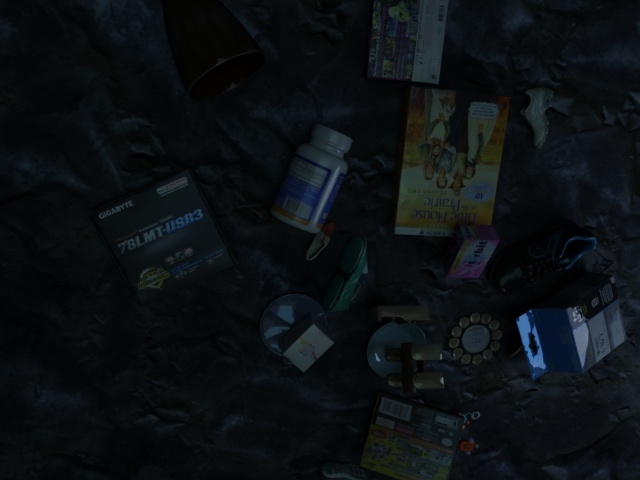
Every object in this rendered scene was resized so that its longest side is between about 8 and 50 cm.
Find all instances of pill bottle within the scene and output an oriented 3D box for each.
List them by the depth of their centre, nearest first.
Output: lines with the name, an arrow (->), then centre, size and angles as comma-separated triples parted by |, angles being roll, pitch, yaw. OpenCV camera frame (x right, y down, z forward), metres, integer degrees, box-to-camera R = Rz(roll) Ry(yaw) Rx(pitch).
pill bottle -> -0.018, -0.169, 1.424 | 0.152, 0.152, 0.271 | 22, 98, -15

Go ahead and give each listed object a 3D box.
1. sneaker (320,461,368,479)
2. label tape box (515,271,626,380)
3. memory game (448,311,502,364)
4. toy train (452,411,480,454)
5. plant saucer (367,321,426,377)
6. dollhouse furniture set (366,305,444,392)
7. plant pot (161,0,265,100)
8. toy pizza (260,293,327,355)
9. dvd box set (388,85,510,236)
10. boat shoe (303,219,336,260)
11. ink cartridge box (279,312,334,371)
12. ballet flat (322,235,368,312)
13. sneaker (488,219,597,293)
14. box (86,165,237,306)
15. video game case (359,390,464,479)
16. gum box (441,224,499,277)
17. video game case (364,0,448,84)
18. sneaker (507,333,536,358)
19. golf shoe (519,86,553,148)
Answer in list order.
sneaker -> 0.074, 0.773, 1.721 | 0.167, 0.065, 0.076 | 15, 116, -10
label tape box -> 0.798, 0.281, 1.661 | 0.334, 0.106, 0.240 | -27, 107, -21
memory game -> 0.501, 0.318, 1.708 | 0.186, 0.012, 0.186 | -2, 104, -9
toy train -> 0.472, 0.635, 1.763 | 0.125, 0.046, 0.166 | 1, 106, -12
plant saucer -> 0.235, 0.337, 1.650 | 0.195, 0.037, 0.194 | -2, 104, -10
dollhouse furniture set -> 0.229, 0.313, 1.521 | 0.161, 0.212, 0.241 | 2, 76, -13
plant pot -> -0.284, -0.499, 1.284 | 0.215, 0.215, 0.230 | -29, 93, -3
toy pizza -> -0.080, 0.253, 1.575 | 0.201, 0.032, 0.201 | -2, 103, -9
dvd box set -> 0.370, -0.220, 1.530 | 0.308, 0.062, 0.420 | 3, 102, -11
boat shoe -> 0.000, 0.000, 1.524 | 0.049, 0.043, 0.137 | 38, 93, -14
ink cartridge box -> -0.048, 0.300, 1.527 | 0.143, 0.092, 0.090 | -45, 106, 4
ballet flat -> 0.090, 0.102, 1.556 | 0.087, 0.083, 0.247 | 18, 100, -39
sneaker -> 0.674, 0.055, 1.611 | 0.341, 0.139, 0.125 | -35, 109, 1
box -> -0.421, -0.011, 1.431 | 0.296, 0.073, 0.293 | -24, 107, -5
video game case -> 0.284, 0.632, 1.648 | 0.275, 0.035, 0.248 | 15, 86, 11
gum box -> 0.439, 0.038, 1.562 | 0.107, 0.062, 0.188 | 0, 138, -9
video game case -> 0.233, -0.552, 1.436 | 0.210, 0.042, 0.231 | 1, 103, -11
sneaker -> 0.692, 0.326, 1.715 | 0.084, 0.069, 0.185 | 38, 95, -11
golf shoe -> 0.629, -0.361, 1.554 | 0.086, 0.069, 0.176 | 3, 100, 9
